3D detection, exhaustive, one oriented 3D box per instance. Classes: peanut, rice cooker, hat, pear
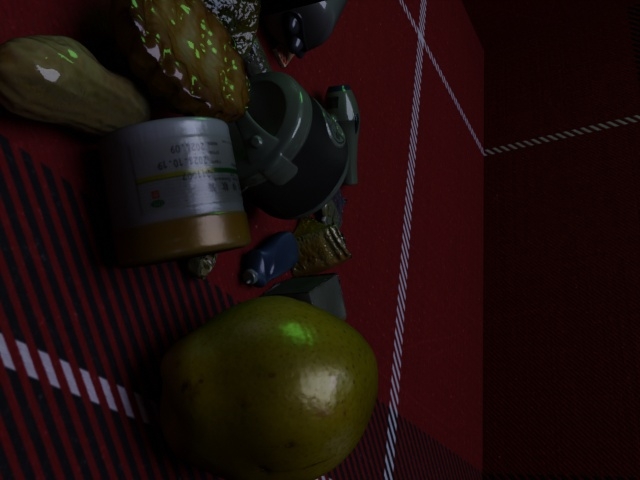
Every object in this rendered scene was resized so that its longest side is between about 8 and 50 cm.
[{"bbox_3d":[-0.401,-0.255,1.044,0.319,0.147,0.148,3,79,-62],"label":"peanut"},{"bbox_3d":[-0.100,-0.213,1.418,0.277,0.288,0.288,38,50,-49],"label":"rice cooker"},{"bbox_3d":[-0.248,0.034,1.290,0.077,0.059,0.076,-67,166,-46],"label":"hat"},{"bbox_3d":[-0.093,0.281,1.193,0.418,0.362,0.363,-2,82,-30],"label":"pear"}]

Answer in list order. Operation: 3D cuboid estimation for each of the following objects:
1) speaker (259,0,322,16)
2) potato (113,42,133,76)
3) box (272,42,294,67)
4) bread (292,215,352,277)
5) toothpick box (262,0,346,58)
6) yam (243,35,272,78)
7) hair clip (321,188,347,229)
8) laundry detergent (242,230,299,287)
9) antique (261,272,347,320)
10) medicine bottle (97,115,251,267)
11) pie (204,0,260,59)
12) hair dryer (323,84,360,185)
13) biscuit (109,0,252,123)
[{"bbox_3d":[-0.111,-0.650,1.477,0.184,0.388,0.180,-55,131,-29],"label":"speaker"},{"bbox_3d":[-0.369,-0.341,1.218,0.051,0.040,0.083,-50,125,-60],"label":"potato"},{"bbox_3d":[-0.101,-0.528,1.766,0.058,0.015,0.093,59,35,-29],"label":"box"},{"bbox_3d":[0.000,0.000,1.665,0.160,0.169,0.140,-76,144,-60],"label":"bread"},{"bbox_3d":[-0.038,-0.647,1.730,0.229,0.229,0.316,54,40,-37],"label":"toothpick box"},{"bbox_3d":[-0.156,-0.417,1.578,0.179,0.078,0.078,65,33,-30],"label":"yam"},{"bbox_3d":[0.026,-0.104,1.817,0.187,0.056,0.146,48,49,-47],"label":"hair clip"},{"bbox_3d":[-0.124,0.050,1.503,0.206,0.061,0.097,-39,123,-56],"label":"laundry detergent"},{"bbox_3d":[-0.036,0.168,1.533,0.152,0.146,0.148,-28,107,-58],"label":"antique"},{"bbox_3d":[-0.259,-0.082,1.130,0.238,0.237,0.232,-10,90,-60],"label":"medicine bottle"},{"bbox_3d":[-0.238,-0.507,1.359,0.277,0.078,0.277,-16,115,-39],"label":"pie"},{"bbox_3d":[0.032,-0.277,1.866,0.298,0.119,0.296,-46,126,-37],"label":"hair dryer"},{"bbox_3d":[-0.262,-0.354,1.186,0.325,0.107,0.326,40,35,-36],"label":"biscuit"}]
